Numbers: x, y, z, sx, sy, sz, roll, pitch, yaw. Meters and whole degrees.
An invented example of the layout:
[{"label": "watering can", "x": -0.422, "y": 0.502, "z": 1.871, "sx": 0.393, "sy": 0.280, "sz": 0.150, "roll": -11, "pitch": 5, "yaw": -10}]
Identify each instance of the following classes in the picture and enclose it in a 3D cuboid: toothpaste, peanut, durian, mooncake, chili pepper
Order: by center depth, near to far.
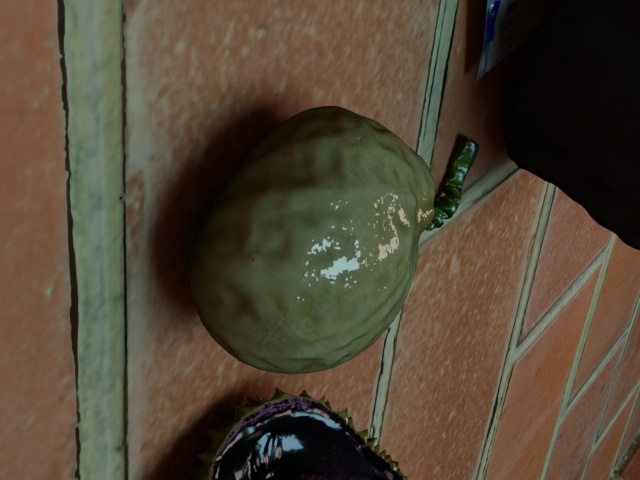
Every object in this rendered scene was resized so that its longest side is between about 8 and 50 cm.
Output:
[{"label": "peanut", "x": 0.000, "y": 0.000, "z": 0.563, "sx": 0.159, "sy": 0.109, "sz": 0.140, "roll": -46, "pitch": 163, "yaw": -27}, {"label": "durian", "x": -0.044, "y": 0.170, "z": 0.676, "sx": 0.108, "sy": 0.119, "sz": 0.187, "roll": -37, "pitch": 171, "yaw": 39}, {"label": "mooncake", "x": 0.319, "y": -0.166, "z": 0.824, "sx": 0.350, "sy": 0.212, "sz": 0.381, "roll": -18, "pitch": 144, "yaw": -50}, {"label": "toothpaste", "x": 0.219, "y": -0.245, "z": 0.826, "sx": 0.323, "sy": 0.066, "sz": 0.100, "roll": -43, "pitch": 154, "yaw": -30}, {"label": "chili pepper", "x": 0.105, "y": -0.043, "z": 0.830, "sx": 0.027, "sy": 0.022, "sz": 0.083, "roll": -160, "pitch": -86, "yaw": -82}]
